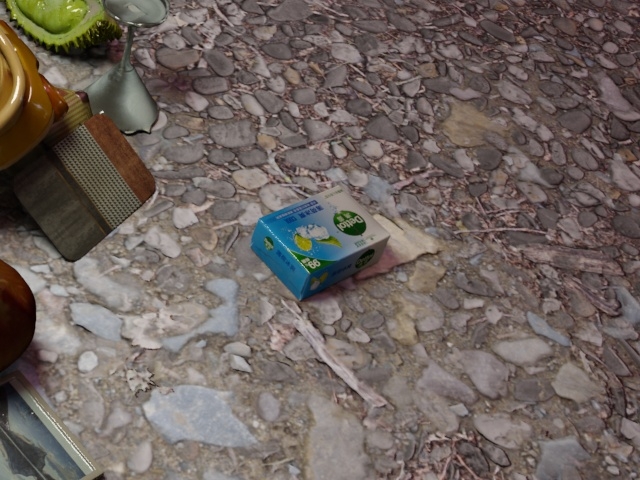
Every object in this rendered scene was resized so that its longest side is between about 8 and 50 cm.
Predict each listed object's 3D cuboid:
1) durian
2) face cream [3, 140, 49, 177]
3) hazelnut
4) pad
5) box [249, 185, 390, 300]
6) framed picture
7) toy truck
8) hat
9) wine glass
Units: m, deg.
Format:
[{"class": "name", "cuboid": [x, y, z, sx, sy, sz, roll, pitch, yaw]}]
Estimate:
[{"class": "durian", "cuboid": [-0.493, -0.466, 2.027, 0.352, 0.169, 0.158, 38, 46, 20]}, {"class": "face cream", "cuboid": [-0.548, -0.241, 1.855, 0.137, 0.084, 0.341, -21, 51, -14]}, {"class": "hazelnut", "cuboid": [-0.479, 0.092, 1.453, 0.208, 0.208, 0.208, 11, 44, -11]}, {"class": "pad", "cuboid": [-0.315, -0.036, 1.757, 0.323, 0.055, 0.250, 42, 45, -2]}, {"class": "box", "cuboid": [-0.001, 0.001, 1.831, 0.194, 0.073, 0.139, -25, 59, -38]}, {"class": "framed picture", "cuboid": [-0.407, 0.274, 1.437, 0.150, 0.015, 0.203, -27, 61, -40]}, {"class": "toy truck", "cuboid": [-0.525, -0.228, 1.643, 0.204, 0.211, 0.288, -39, 70, -2]}, {"class": "hat", "cuboid": [-0.417, -0.218, 1.811, 0.193, 0.082, 0.193, 43, 18, -17]}, {"class": "wine glass", "cuboid": [-0.339, -0.320, 1.898, 0.156, 0.232, 0.156, 11, 43, -11]}]
